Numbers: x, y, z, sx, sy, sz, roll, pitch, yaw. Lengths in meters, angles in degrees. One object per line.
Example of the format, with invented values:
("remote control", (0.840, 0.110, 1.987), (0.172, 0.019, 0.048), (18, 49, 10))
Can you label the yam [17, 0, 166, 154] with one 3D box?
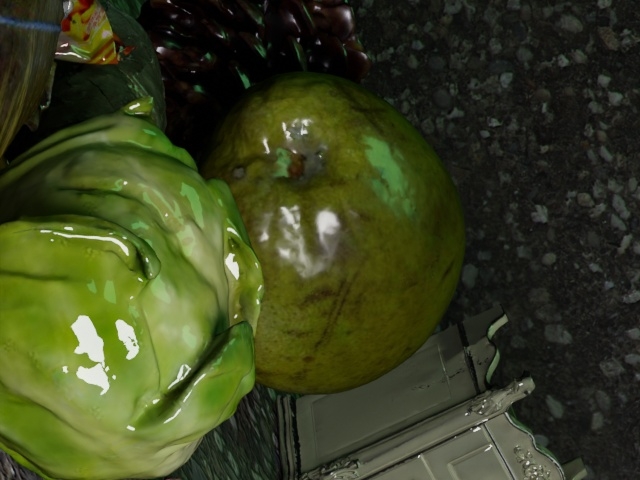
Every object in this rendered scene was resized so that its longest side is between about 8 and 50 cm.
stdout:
("yam", (-0.215, -0.111, 1.631), (0.154, 0.154, 0.254), (59, 9, -31))

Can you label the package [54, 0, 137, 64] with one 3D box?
("package", (-0.299, -0.256, 1.528), (0.223, 0.108, 0.288), (38, -2, 34))

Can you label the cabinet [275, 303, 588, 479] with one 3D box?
("cabinet", (0.151, 0.291, 2.097), (0.290, 0.318, 0.227), (61, 8, -23))

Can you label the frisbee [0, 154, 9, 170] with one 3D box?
("frisbee", (-0.289, -0.070, 1.425), (0.192, 0.035, 0.192), (62, 9, -18))

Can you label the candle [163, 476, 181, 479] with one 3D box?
("candle", (-0.105, 0.253, 1.540), (0.162, 0.053, 0.048), (54, 18, -62))

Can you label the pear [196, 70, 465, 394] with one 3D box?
("pear", (0.000, 0.000, 1.938), (0.413, 0.352, 0.352), (70, -1, -61))

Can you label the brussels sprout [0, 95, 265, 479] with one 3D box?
("brussels sprout", (-0.157, 0.048, 1.254), (0.294, 0.227, 0.259), (70, 16, -48))

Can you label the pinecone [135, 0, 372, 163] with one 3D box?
("pinecone", (-0.111, -0.221, 2.139), (0.298, 0.296, 0.242), (35, -14, 29))

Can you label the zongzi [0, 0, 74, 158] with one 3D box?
("zongzi", (-0.278, -0.062, 1.151), (0.403, 0.207, 0.432), (101, -9, -78))
